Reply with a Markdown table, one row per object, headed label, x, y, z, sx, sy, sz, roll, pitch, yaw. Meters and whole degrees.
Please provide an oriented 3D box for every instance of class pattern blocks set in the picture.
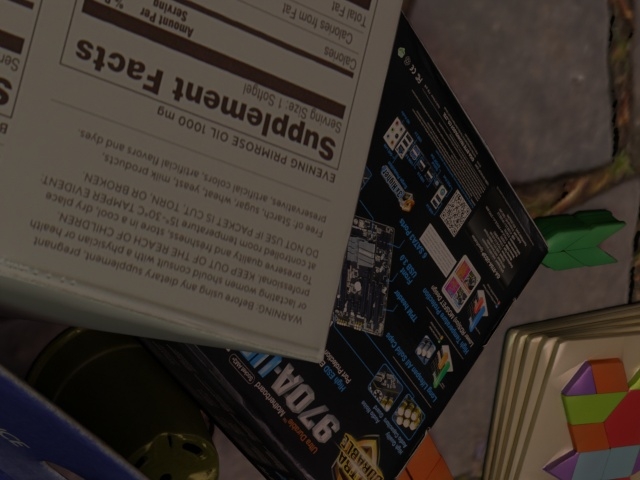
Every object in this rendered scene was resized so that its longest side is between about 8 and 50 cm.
| label | x | y | z | sx | sy | sz | roll | pitch | yaw |
| --- | --- | --- | --- | --- | --- | --- | --- | --- | --- |
| pattern blocks set | 0.159 | 0.121 | 0.936 | 0.285 | 0.026 | 0.325 | -17 | 124 | -21 |

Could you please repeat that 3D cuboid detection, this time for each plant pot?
| label | x | y | z | sx | sy | sz | roll | pitch | yaw |
| --- | --- | --- | --- | --- | --- | --- | --- | --- | --- |
| plant pot | -0.083 | 0.087 | 0.741 | 0.083 | 0.079 | 0.083 | -14 | 123 | -23 |

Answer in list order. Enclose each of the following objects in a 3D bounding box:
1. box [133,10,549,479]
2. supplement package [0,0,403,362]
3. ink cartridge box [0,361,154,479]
| label | x | y | z | sx | sy | sz | roll | pitch | yaw |
| --- | --- | --- | --- | --- | --- | --- | --- | --- | --- |
| box | 0.000 | 0.000 | 0.720 | 0.175 | 0.051 | 0.220 | -55 | 133 | -19 |
| supplement package | -0.136 | -0.063 | 0.482 | 0.204 | 0.262 | 0.145 | 19 | 81 | -36 |
| ink cartridge box | -0.152 | 0.100 | 0.572 | 0.303 | 0.307 | 0.072 | 46 | 64 | -39 |
